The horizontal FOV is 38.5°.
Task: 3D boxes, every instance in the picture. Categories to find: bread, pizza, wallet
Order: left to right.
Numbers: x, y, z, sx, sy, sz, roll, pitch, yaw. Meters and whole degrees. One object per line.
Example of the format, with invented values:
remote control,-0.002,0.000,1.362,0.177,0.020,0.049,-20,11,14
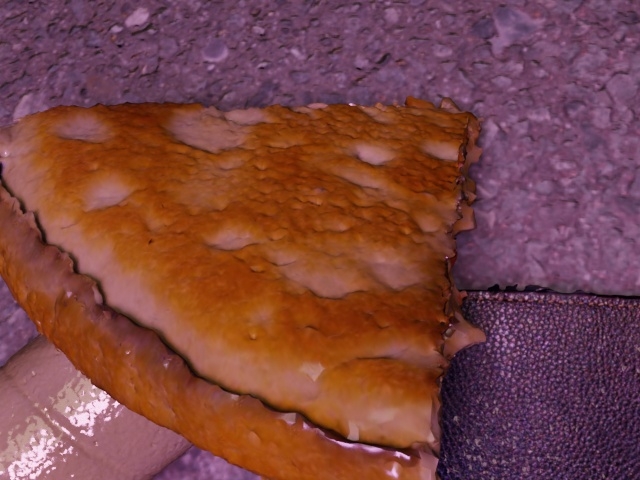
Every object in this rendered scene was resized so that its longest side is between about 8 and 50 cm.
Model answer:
bread,-0.172,0.125,0.681,0.141,0.134,0.148,-40,27,-10
pizza,0.000,0.000,0.666,0.406,0.130,0.440,-26,45,-38
wallet,0.168,0.142,0.653,0.262,0.071,0.220,0,59,8
